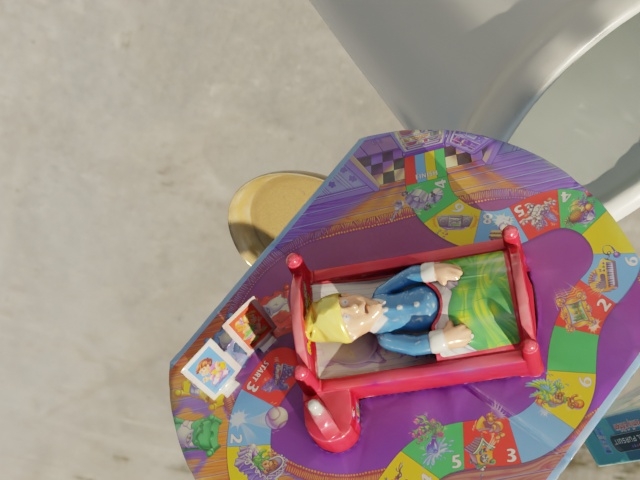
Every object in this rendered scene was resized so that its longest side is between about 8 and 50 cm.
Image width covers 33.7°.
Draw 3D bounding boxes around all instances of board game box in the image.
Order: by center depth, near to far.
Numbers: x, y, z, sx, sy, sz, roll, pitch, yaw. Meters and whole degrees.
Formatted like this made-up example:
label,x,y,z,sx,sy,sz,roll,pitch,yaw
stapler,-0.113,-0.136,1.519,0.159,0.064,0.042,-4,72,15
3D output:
label,x,y,z,sx,sy,sz,roll,pitch,yaw
board game box,0.026,0.029,0.347,0.133,0.169,0.033,35,168,27
board game box,0.544,0.219,1.503,0.253,0.079,0.336,-27,171,-16

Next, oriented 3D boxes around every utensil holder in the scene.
label,x,y,z,sx,sy,sz,roll,pitch,yaw
utensil holder,0.172,-0.233,0.980,0.327,0.385,0.328,-25,149,-17

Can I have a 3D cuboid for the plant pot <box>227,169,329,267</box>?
label,x,y,z,sx,sy,sz,roll,pitch,yaw
plant pot,0.000,0.000,1.282,0.236,0.032,0.236,17,140,15
